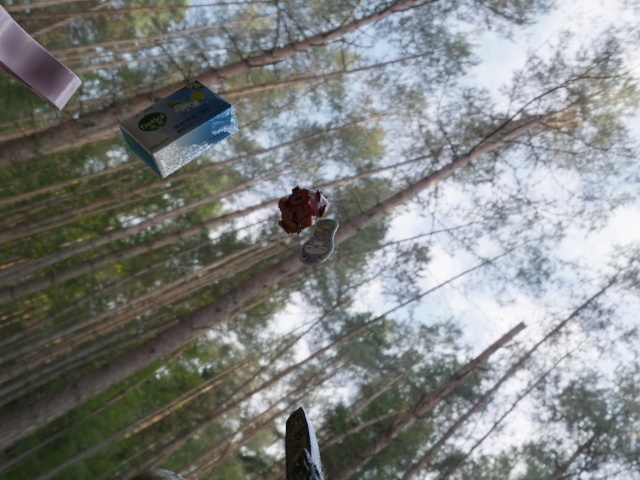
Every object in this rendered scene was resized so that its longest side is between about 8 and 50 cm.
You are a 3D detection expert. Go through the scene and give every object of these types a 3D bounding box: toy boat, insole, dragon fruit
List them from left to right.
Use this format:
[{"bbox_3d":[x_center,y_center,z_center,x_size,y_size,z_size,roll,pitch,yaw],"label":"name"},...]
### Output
[{"bbox_3d":[-0.038,-0.067,1.326,0.112,0.126,0.068,-28,-70,28],"label":"dragon fruit"},{"bbox_3d":[-0.027,0.386,1.137,0.080,0.046,0.229,-50,-150,29],"label":"toy boat"},{"bbox_3d":[0.000,0.000,1.386,0.065,0.197,0.004,6,-61,11],"label":"insole"}]

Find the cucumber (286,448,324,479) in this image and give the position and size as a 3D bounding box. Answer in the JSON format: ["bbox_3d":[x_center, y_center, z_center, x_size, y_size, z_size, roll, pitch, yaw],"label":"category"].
[{"bbox_3d":[-0.022,0.413,0.858,0.072,0.072,0.300,-43,-147,45],"label":"cucumber"}]

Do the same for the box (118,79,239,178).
[{"bbox_3d":[-0.286,-0.230,1.390,0.139,0.194,0.073,39,-25,34],"label":"box"}]

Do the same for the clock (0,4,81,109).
[{"bbox_3d":[-0.616,-0.387,1.341,0.275,0.080,0.290,37,-8,-7],"label":"clock"}]

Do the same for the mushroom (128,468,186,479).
[{"bbox_3d":[-0.288,0.488,1.117,0.226,0.178,0.226,-43,-144,44],"label":"mushroom"}]
